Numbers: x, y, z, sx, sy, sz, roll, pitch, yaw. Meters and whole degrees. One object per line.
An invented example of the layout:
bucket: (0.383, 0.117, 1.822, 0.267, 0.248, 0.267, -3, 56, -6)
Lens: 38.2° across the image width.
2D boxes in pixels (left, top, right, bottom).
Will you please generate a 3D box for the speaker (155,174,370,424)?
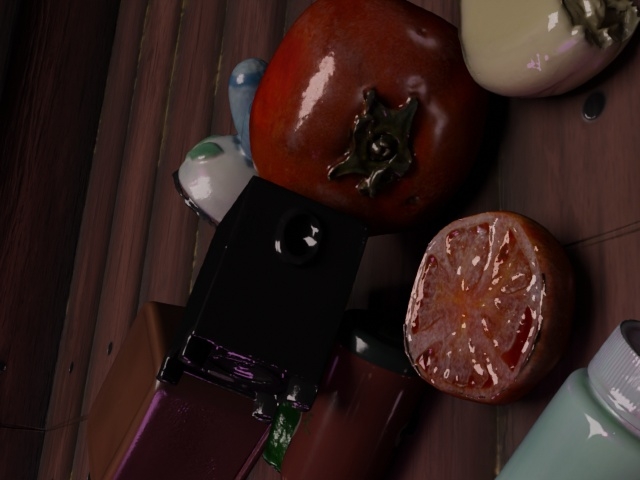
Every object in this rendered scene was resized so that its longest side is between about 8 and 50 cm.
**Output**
speaker: (-0.075, 0.087, 1.217, 0.232, 0.184, 0.254, 138, 153, -65)

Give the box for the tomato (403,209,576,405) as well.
tomato: (0.202, 0.083, 1.064, 0.236, 0.095, 0.237, -29, 54, 49)

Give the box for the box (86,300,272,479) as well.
box: (-0.246, 0.296, 1.620, 0.339, 0.229, 0.239, -59, 31, 25)

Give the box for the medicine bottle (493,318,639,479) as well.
medicine bottle: (0.263, 0.197, 0.845, 0.225, 0.139, 0.139, -62, 30, 23)

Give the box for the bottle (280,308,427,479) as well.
bottle: (0.032, 0.268, 1.226, 0.144, 0.144, 0.336, 43, 115, 59)

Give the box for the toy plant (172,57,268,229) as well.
toy plant: (-0.081, -0.181, 1.607, 0.332, 0.247, 0.247, -54, 34, 21)

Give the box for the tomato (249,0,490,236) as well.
tomato: (0.060, -0.173, 1.269, 0.290, 0.293, 0.325, -98, 28, -63)

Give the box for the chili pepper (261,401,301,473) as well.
chili pepper: (-0.009, 0.216, 1.370, 0.136, 0.099, 0.271, -142, 68, -82)

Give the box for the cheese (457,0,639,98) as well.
cheese: (0.273, -0.300, 1.103, 0.233, 0.127, 0.266, -26, 56, 51)
